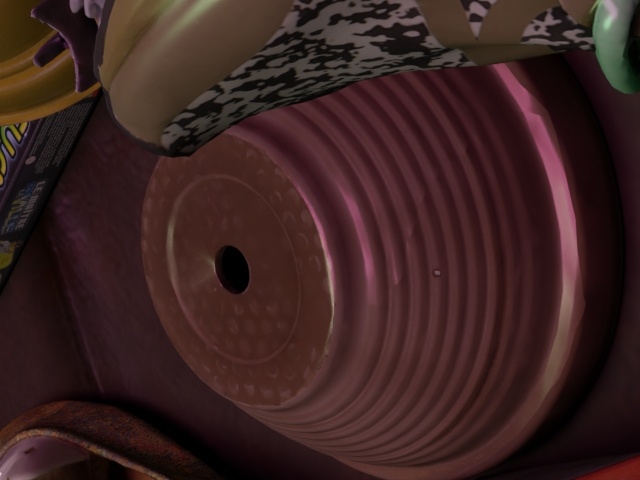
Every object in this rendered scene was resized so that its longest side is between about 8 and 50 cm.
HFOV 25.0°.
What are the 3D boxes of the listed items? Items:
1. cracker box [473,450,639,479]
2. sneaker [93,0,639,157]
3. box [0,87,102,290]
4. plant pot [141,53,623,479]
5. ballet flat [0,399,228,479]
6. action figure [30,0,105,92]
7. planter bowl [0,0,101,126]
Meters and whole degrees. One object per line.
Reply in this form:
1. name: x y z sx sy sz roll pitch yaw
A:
1. cracker box: 0.083 0.166 0.532 0.232 0.067 0.155 121 131 -76
2. sneaker: 0.133 -0.069 0.339 0.410 0.158 0.182 -19 86 20
3. box: -0.201 -0.065 0.852 0.114 0.036 0.207 52 133 20
4. plant pot: 0.000 0.000 0.620 0.237 0.110 0.237 16 113 42
5. ballet flat: -0.105 0.162 0.767 0.349 0.123 0.123 15 113 42
6. action figure: -0.002 -0.135 0.549 0.285 0.185 0.099 -9 128 32
7. planter bowl: -0.180 -0.157 0.680 0.217 0.090 0.217 1 100 5
